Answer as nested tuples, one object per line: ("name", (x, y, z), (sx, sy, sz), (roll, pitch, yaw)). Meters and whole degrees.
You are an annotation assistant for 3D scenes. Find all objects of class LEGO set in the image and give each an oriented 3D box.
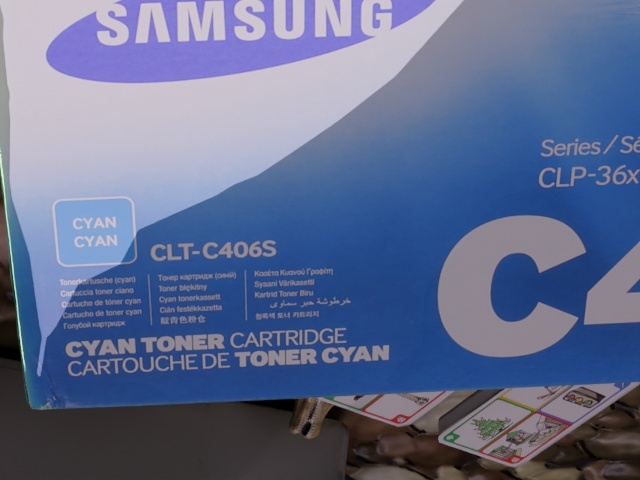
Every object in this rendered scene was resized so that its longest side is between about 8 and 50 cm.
("LEGO set", (0.089, -0.012, 0.652), (0.182, 0.060, 0.244), (22, 132, -34))

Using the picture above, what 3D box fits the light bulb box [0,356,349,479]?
("light bulb box", (-0.142, 0.302, 0.822), (0.225, 0.358, 0.361), (11, 141, -3))

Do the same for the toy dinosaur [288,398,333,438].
("toy dinosaur", (0.000, 0.000, 0.692), (0.093, 0.053, 0.183), (5, 131, -25))

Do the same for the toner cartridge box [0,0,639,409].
("toner cartridge box", (0.081, -0.041, 0.525), (0.348, 0.075, 0.165), (-3, 123, -4))
